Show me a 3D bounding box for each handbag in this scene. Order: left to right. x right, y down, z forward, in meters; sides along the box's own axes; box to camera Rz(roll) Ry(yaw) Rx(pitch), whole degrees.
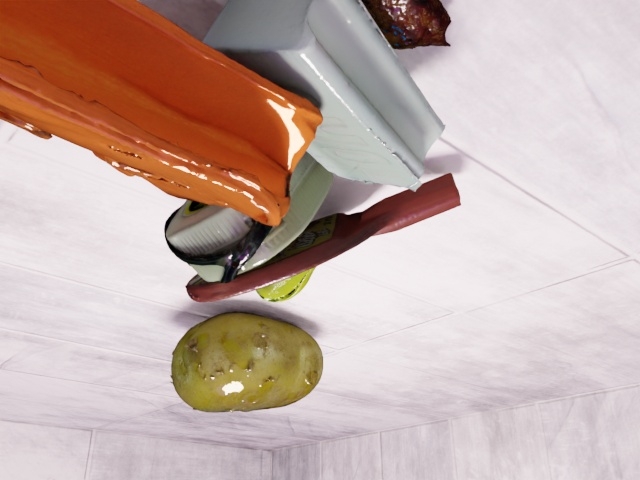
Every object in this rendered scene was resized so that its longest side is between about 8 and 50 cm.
[{"bbox_3d":[-0.229,-0.139,0.534,0.410,0.116,0.304,24,173,-35],"label":"handbag"}]

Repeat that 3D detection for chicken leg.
[{"bbox_3d":[0.060,-0.237,0.539,0.105,0.063,0.234,-2,156,15],"label":"chicken leg"}]

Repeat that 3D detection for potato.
[{"bbox_3d":[-0.149,0.276,1.389,0.359,0.219,0.270,6,163,-28],"label":"potato"}]

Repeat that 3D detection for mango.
[{"bbox_3d":[-0.057,0.052,1.101,0.091,0.074,0.165,25,133,-33],"label":"mango"}]

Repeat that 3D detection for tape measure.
[{"bbox_3d":[-0.108,-0.025,0.791,0.235,0.207,0.115,-22,118,36],"label":"tape measure"}]

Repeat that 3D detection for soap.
[{"bbox_3d":[0.012,-0.147,0.619,0.150,0.094,0.261,22,170,40],"label":"soap"}]

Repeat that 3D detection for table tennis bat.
[{"bbox_3d":[0.000,0.000,0.883,0.415,0.051,0.268,-20,-171,8],"label":"table tennis bat"}]
